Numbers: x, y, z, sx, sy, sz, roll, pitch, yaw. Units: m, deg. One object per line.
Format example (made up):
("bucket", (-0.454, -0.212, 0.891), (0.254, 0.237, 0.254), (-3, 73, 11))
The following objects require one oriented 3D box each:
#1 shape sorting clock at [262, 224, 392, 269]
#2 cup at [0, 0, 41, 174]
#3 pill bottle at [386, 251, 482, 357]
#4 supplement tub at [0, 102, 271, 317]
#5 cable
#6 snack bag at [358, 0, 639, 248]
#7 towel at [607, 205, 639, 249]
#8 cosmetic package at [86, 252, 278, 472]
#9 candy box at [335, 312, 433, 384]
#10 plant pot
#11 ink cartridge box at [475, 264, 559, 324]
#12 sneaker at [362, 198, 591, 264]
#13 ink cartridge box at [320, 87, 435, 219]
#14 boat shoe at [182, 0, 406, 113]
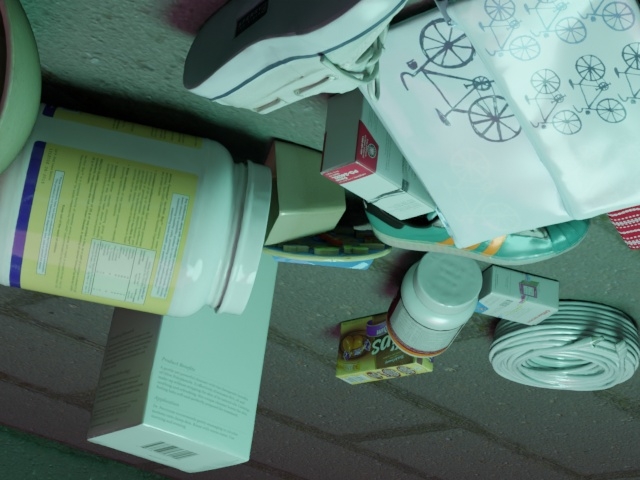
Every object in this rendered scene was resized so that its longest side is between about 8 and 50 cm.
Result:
("shape sorting clock", (0.000, 0.000, 1.605), (0.206, 0.040, 0.206), (7, -168, -1))
("cup", (-0.430, -0.170, 1.189), (0.331, 0.331, 0.237), (3, 180, 9))
("pill bottle", (0.179, 0.097, 1.774), (0.121, 0.121, 0.221), (9, 155, -4))
("supplement tub", (-0.247, -0.032, 1.462), (0.331, 0.241, 0.241), (12, 155, -10))
("cable", (0.420, 0.186, 1.948), (0.257, 0.089, 0.257), (-4, 154, 25))
("snack bag", (0.216, -0.136, 1.220), (0.343, 0.037, 0.323), (-14, 126, 35))
("towel", (0.466, -0.056, 1.481), (0.199, 0.031, 0.275), (-7, 152, 29))
("cosmetic package", (-0.192, 0.134, 1.658), (0.197, 0.365, 0.155), (28, 146, -34))
("candy box", (0.116, 0.188, 2.003), (0.187, 0.109, 0.053), (-16, 147, 41))
("plant pot", (-0.023, -0.061, 1.514), (0.096, 0.109, 0.109), (2, 157, -14))
("ink cartridge box", (0.309, 0.090, 1.808), (0.122, 0.052, 0.088), (15, 154, -15))
("sneaker", (0.203, -0.038, 1.492), (0.302, 0.108, 0.121), (2, 159, 15))
("ink cartridge box", (0.076, -0.105, 1.378), (0.063, 0.109, 0.150), (-18, 146, 40))
("boat shoe", (0.011, -0.202, 1.157), (0.156, 0.135, 0.367), (23, 154, -30))
